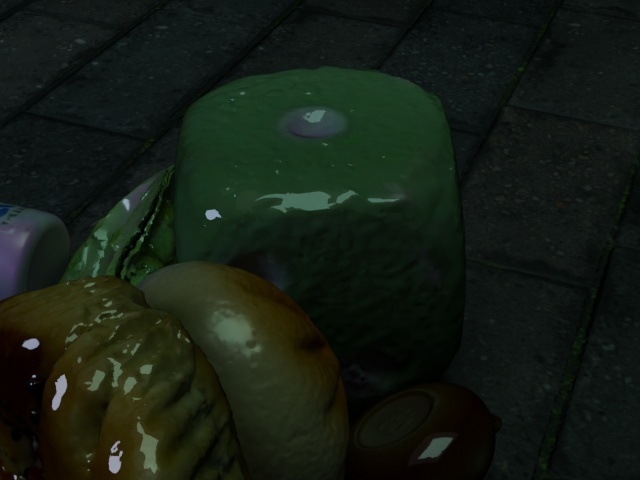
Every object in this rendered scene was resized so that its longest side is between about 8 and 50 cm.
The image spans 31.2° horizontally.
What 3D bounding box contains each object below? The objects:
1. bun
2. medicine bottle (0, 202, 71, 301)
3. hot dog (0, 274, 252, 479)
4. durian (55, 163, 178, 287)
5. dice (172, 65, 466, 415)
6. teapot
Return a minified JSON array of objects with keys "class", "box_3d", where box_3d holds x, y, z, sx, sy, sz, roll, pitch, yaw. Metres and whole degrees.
[{"class":"bun","box_3d":[-0.068,0.152,1.132,0.165,0.299,0.299,-24,42,-25]},{"class":"medicine bottle","box_3d":[-0.461,0.016,1.460,0.254,0.152,0.152,12,35,12]},{"class":"hot dog","box_3d":[-0.171,0.217,0.989,0.196,0.365,0.367,-25,40,-29]},{"class":"durian","box_3d":[-0.251,0.044,1.408,0.158,0.169,0.352,16,47,0]},{"class":"dice","box_3d":[0.000,0.000,1.363,0.318,0.330,0.322,-3,35,0]},{"class":"teapot","box_3d":[0.093,0.248,1.189,0.252,0.135,0.178,-40,15,-23]}]
